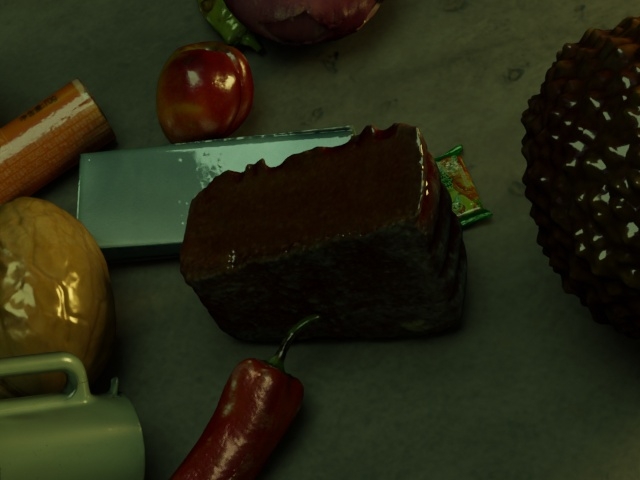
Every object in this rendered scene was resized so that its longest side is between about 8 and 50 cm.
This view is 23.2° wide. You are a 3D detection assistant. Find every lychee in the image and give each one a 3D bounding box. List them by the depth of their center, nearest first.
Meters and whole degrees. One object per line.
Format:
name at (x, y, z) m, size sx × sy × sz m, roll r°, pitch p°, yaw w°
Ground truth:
lychee at (0.269, -0.058, 1.198) m, size 0.267 × 0.267 × 0.267 m, roll -8°, pitch 56°, yaw 13°

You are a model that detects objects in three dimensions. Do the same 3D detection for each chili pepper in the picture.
chili pepper at (-0.079, 0.172, 1.279) m, size 0.071 × 0.063 × 0.272 m, roll 30°, pitch 81°, yaw 42°
chili pepper at (-0.106, -0.265, 1.588) m, size 0.049 × 0.043 × 0.208 m, roll -30°, pitch 52°, yaw 17°

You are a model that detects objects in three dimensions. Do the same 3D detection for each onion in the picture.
onion at (-0.016, -0.272, 1.499) m, size 0.177 × 0.153 × 0.177 m, roll 16°, pitch 32°, yaw -10°

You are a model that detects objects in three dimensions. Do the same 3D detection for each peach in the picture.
peach at (-0.111, -0.135, 1.477) m, size 0.100 × 0.101 × 0.101 m, roll -8°, pitch 56°, yaw 13°

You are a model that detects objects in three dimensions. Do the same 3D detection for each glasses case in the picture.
glasses case at (-0.092, -0.036, 1.431) m, size 0.266 × 0.056 × 0.105 m, roll -5°, pitch 72°, yaw 15°

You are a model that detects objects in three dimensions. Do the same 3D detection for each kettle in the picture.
kettle at (-0.223, 0.165, 1.254) m, size 0.148 × 0.127 × 0.098 m, roll -1°, pitch 41°, yaw -30°

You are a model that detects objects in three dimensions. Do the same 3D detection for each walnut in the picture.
walnut at (-0.257, 0.057, 1.359) m, size 0.159 × 0.159 × 0.207 m, roll -20°, pitch 55°, yaw 4°

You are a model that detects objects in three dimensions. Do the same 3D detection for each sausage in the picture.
sausage at (-0.311, -0.065, 1.505) m, size 0.234 × 0.071 × 0.071 m, roll -34°, pitch 54°, yaw -7°

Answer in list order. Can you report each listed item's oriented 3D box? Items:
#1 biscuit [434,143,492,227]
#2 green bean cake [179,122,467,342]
biscuit at (0.118, -0.046, 1.387) m, size 0.046 × 0.016 × 0.089 m, roll -22°, pitch 54°, yaw 3°
green bean cake at (0.000, 0.000, 1.287) m, size 0.232 × 0.198 × 0.097 m, roll -5°, pitch 55°, yaw 20°
